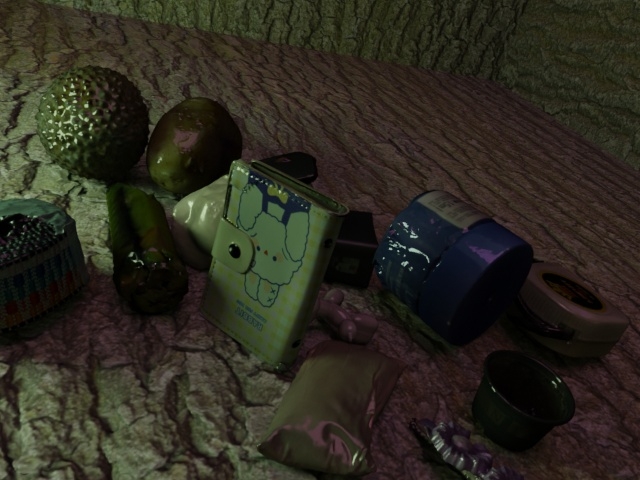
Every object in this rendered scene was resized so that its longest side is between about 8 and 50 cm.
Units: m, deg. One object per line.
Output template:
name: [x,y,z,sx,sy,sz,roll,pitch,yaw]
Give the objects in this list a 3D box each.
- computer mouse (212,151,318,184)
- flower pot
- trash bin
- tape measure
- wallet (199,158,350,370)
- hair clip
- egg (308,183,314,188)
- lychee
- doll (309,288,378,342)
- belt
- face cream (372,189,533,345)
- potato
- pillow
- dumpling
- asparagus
computer mouse: [-0.147,-0.131,1.225,0.295,0.087,0.168,-30,32,-3]
flower pot: [0.329,0.277,0.917,0.157,0.107,0.157,15,30,-9]
trash bin: [0.000,0.000,1.189,0.225,0.115,0.165,10,31,-7]
tape measure: [0.495,0.140,1.193,0.231,0.133,0.271,6,31,-31]
wallet: [-0.087,0.040,0.897,0.223,0.310,0.077,33,31,27]
hair clip: [0.242,0.354,0.795,0.106,0.085,0.292,11,22,-45]
egg: [-0.070,-0.099,1.306,0.114,0.114,0.152,20,29,6]
lychee: [-0.498,-0.260,1.220,0.255,0.256,0.274,-11,24,-37]
doll: [0.013,0.133,1.000,0.161,0.059,0.160,38,16,29]
belt: [-0.505,0.035,0.866,0.207,0.150,0.257,13,29,13]
face cream: [0.264,0.050,1.105,0.249,0.249,0.225,-12,40,-38]
potato: [-0.305,-0.228,1.325,0.173,0.210,0.307,2,35,19]
pillow: [0.030,0.254,0.850,0.173,0.067,0.270,17,31,11]
dumpling: [-0.182,-0.049,1.081,0.162,0.250,0.132,56,-3,2]
asparagus: [-0.346,-0.013,1.045,0.108,0.128,0.382,36,14,-40]
